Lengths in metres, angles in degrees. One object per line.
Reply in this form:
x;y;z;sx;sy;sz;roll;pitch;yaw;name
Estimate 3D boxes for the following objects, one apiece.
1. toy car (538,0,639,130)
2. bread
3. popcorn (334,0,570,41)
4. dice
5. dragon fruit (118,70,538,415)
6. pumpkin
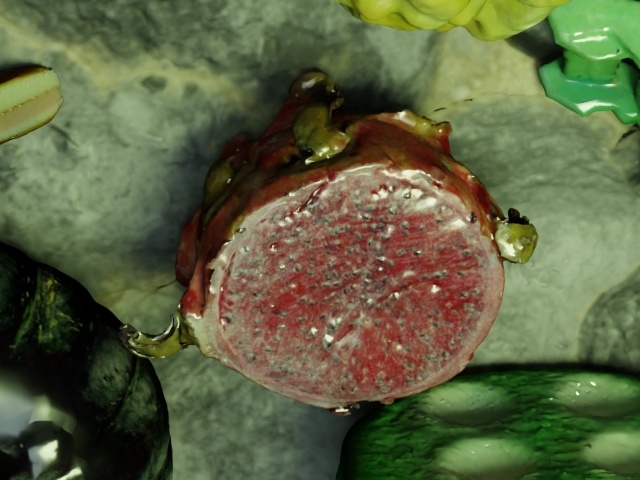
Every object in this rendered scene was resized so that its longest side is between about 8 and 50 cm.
0.338;-0.114;1.169;0.359;0.213;0.176;-20;76;2;toy car
-0.228;-0.085;1.222;0.109;0.062;0.043;-13;111;-1;bread
0.053;-0.257;1.054;0.312;0.312;0.312;-1;112;-2;popcorn
0.163;0.272;1.256;0.287;0.297;0.300;-6;111;-3;dice
0.000;0.000;1.232;0.282;0.147;0.211;-14;121;2;dragon fruit
-0.245;0.163;1.206;0.296;0.296;0.296;-1;112;-2;pumpkin
